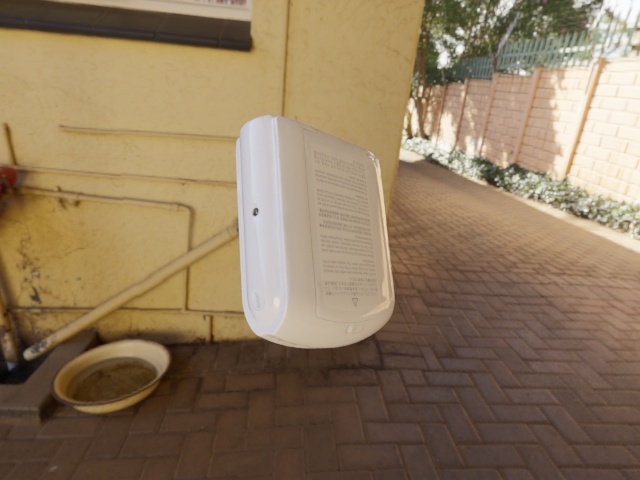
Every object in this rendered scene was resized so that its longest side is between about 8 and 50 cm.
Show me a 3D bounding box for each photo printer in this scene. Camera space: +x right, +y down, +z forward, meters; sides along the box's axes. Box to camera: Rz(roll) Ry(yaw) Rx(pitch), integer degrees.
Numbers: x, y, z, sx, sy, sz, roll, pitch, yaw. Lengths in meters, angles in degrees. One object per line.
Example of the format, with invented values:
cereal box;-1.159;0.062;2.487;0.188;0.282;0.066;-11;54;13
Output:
photo printer;0.000;0.000;0.643;0.107;0.308;0.256;-15;-15;41
